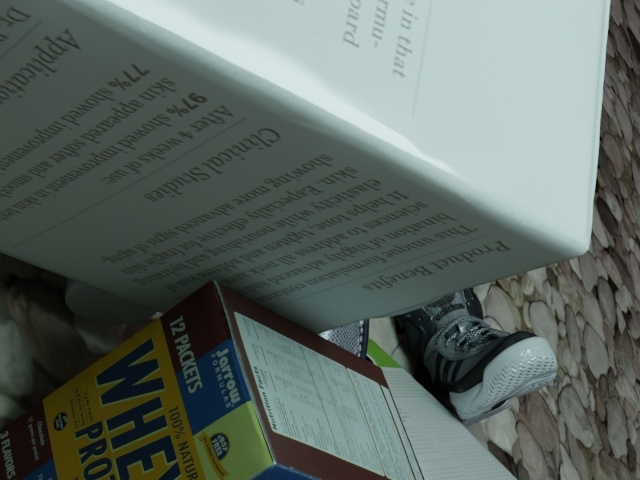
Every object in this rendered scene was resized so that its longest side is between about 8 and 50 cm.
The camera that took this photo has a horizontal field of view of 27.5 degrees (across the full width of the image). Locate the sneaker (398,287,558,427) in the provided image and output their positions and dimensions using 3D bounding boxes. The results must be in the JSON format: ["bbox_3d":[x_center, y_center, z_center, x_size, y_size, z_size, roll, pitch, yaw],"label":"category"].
[{"bbox_3d":[0.149,0.103,1.341,0.268,0.101,0.153,116,-48,-70],"label":"sneaker"}]

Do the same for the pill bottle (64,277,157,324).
[{"bbox_3d":[-0.150,-0.027,0.982,0.094,0.094,0.169,38,42,-46],"label":"pill bottle"}]

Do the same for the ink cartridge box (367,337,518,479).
[{"bbox_3d":[0.062,0.202,1.232,0.255,0.097,0.188,44,17,28],"label":"ink cartridge box"}]

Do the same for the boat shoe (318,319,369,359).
[{"bbox_3d":[0.000,0.000,1.130,0.127,0.158,0.341,7,57,-27],"label":"boat shoe"}]

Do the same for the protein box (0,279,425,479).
[{"bbox_3d":[-0.067,0.161,0.869,0.201,0.199,0.136,33,29,-49],"label":"protein box"}]

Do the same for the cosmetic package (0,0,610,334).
[{"bbox_3d":[-0.074,-0.163,0.799,0.393,0.329,0.328,24,62,-31],"label":"cosmetic package"}]
